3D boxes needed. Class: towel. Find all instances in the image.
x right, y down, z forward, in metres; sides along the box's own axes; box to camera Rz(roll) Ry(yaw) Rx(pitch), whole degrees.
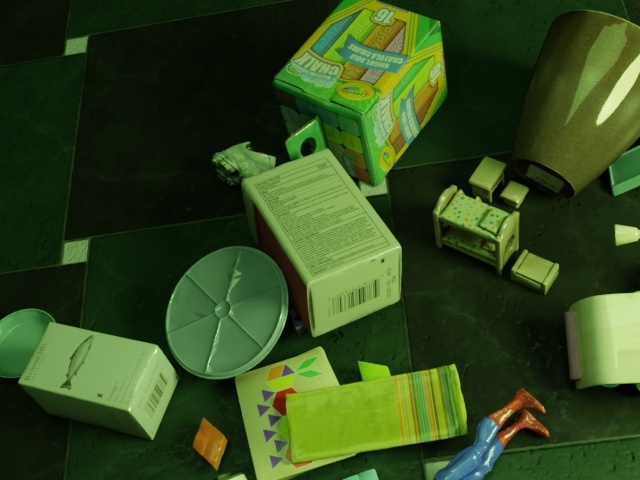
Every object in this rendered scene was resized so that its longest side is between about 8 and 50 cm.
[{"bbox_3d":[0.072,0.230,1.237,0.237,0.021,0.102,-11,54,4],"label":"towel"}]

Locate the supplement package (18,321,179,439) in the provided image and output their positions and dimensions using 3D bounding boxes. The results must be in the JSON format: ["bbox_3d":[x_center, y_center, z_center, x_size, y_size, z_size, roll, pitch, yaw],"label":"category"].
[{"bbox_3d":[-0.312,0.199,1.320,0.179,0.105,0.105,9,59,18],"label":"supplement package"}]

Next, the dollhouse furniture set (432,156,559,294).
[{"bbox_3d":[0.285,-0.042,1.364,0.182,0.101,0.161,25,64,26],"label":"dollhouse furniture set"}]

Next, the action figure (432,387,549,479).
[{"bbox_3d":[0.186,0.317,1.140,0.280,0.091,0.139,-34,44,-12],"label":"action figure"}]

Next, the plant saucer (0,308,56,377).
[{"bbox_3d":[-0.456,0.161,1.426,0.119,0.021,0.119,-5,55,7],"label":"plant saucer"}]

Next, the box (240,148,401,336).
[{"bbox_3d":[0.000,0.000,1.362,0.149,0.126,0.232,-22,50,-14],"label":"box"}]

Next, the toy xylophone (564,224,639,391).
[{"bbox_3d":[0.481,0.098,1.197,0.323,0.081,0.236,4,78,15],"label":"toy xylophone"}]

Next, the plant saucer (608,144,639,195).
[{"bbox_3d":[0.509,-0.131,1.368,0.192,0.018,0.067,-27,45,37],"label":"plant saucer"}]

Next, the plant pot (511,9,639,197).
[{"bbox_3d":[0.391,-0.187,1.400,0.215,0.215,0.230,27,80,26],"label":"plant pot"}]

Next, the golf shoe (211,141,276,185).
[{"bbox_3d":[-0.096,-0.109,1.514,0.086,0.069,0.176,-37,58,-21],"label":"golf shoe"}]

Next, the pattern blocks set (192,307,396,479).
[{"bbox_3d":[-0.036,0.238,1.284,0.286,0.026,0.324,-11,54,4],"label":"pattern blocks set"}]

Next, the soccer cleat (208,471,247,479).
[{"bbox_3d":[-0.219,0.407,1.164,0.318,0.108,0.116,-27,78,-1],"label":"soccer cleat"}]

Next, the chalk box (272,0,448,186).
[{"bbox_3d":[0.052,-0.223,1.492,0.179,0.180,0.289,26,66,26],"label":"chalk box"}]

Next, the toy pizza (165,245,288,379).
[{"bbox_3d":[-0.133,0.104,1.343,0.201,0.032,0.201,-10,64,22],"label":"toy pizza"}]
